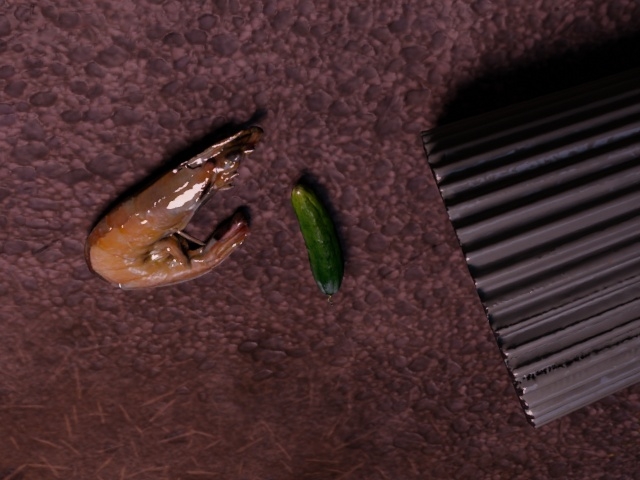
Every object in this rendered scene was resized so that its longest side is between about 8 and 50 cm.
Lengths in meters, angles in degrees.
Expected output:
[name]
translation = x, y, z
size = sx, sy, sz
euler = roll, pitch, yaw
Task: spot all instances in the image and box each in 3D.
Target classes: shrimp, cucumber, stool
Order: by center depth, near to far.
[stool]
translation = 0.295, -0.021, 1.518
size = 0.330, 0.297, 0.297
euler = -22, 133, 5
[shrimp]
translation = -0.126, -0.027, 1.603
size = 0.143, 0.052, 0.251
euler = 22, 135, -40
[cucumber]
translation = 0.000, 0.000, 1.650
size = 0.039, 0.039, 0.168
euler = -14, 132, 5
